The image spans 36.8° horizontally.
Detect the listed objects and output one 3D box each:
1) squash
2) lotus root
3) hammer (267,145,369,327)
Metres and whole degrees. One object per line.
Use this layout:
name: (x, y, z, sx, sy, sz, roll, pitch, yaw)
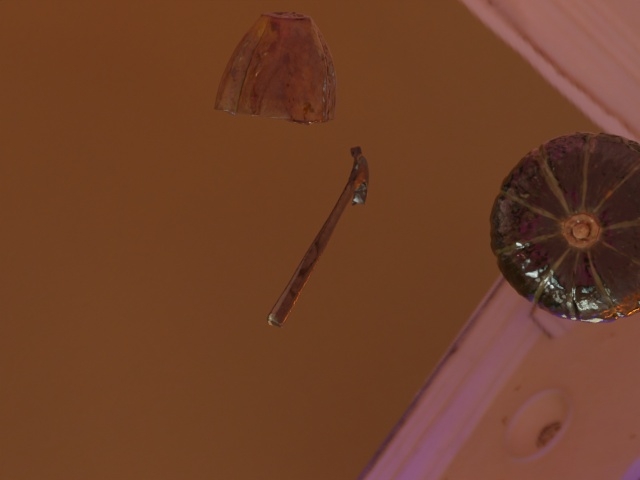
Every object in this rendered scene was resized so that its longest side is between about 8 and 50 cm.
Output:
squash: (0.349, -0.018, 1.254, 0.165, 0.252, 0.252, -2, -110, -68)
lotus root: (-0.069, -0.279, 1.549, 0.199, 0.188, 0.179, -36, -47, -71)
hammer: (-0.001, 0.000, 1.443, 0.027, 0.125, 0.297, 21, -112, 22)
